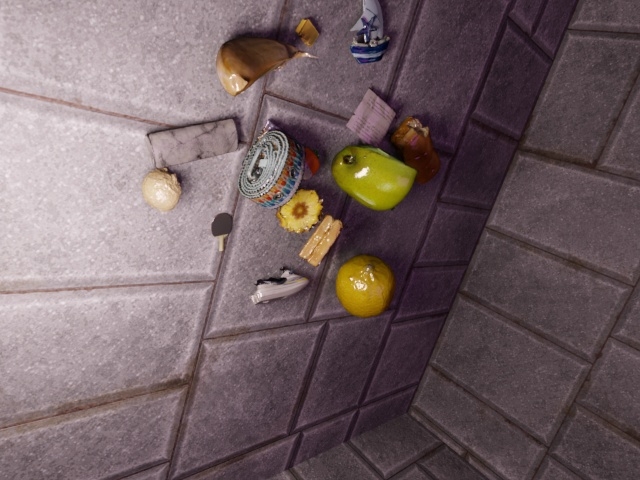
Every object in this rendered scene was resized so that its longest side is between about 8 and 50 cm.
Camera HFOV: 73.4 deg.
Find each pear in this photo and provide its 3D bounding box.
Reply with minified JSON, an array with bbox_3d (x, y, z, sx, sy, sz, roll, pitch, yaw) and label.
[{"bbox_3d":[0.194,-0.280,1.859,0.318,0.342,0.238,22,94,-22],"label":"pear"}]

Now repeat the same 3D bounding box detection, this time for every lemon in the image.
[{"bbox_3d":[0.230,0.231,2.187,0.336,0.336,0.336,-24,128,-34],"label":"lemon"}]

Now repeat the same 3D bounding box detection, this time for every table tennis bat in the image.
[{"bbox_3d":[-0.377,-0.032,1.638,0.087,0.013,0.156,-14,121,-41],"label":"table tennis bat"}]

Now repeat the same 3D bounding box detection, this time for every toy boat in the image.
[{"bbox_3d":[-0.181,0.198,1.892,0.269,0.141,0.140,-26,129,-32],"label":"toy boat"},{"bbox_3d":[0.177,-0.832,1.684,0.210,0.070,0.291,-49,135,-19],"label":"toy boat"}]

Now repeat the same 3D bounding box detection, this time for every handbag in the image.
[{"bbox_3d":[-0.046,-0.742,1.537,0.061,0.027,0.083,-58,141,-3],"label":"handbag"}]

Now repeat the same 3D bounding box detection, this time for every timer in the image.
[{"bbox_3d":[-0.056,-0.321,1.729,0.136,0.099,0.136,-39,142,-40],"label":"timer"}]

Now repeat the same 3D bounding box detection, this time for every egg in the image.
[{"bbox_3d":[-0.502,-0.160,1.356,0.118,0.116,0.140,-23,87,-21],"label":"egg"}]

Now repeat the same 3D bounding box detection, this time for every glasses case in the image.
[{"bbox_3d":[-0.411,-0.319,1.397,0.299,0.060,0.114,-24,126,-34],"label":"glasses case"}]

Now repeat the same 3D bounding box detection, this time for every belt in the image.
[{"bbox_3d":[-0.176,-0.268,1.552,0.160,0.207,0.295,26,92,-51],"label":"belt"}]

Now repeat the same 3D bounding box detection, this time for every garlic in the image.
[{"bbox_3d":[-0.189,-0.562,1.384,0.338,0.196,0.151,-36,148,-36],"label":"garlic"}]

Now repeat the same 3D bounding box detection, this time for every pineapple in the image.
[{"bbox_3d":[-0.078,-0.115,1.752,0.225,0.225,0.076,-53,156,-8],"label":"pineapple"}]

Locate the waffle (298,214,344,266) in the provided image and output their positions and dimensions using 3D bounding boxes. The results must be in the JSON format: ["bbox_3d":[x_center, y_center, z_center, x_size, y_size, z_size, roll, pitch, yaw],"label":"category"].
[{"bbox_3d":[0.000,0.000,1.847,0.224,0.098,0.328,-54,-177,-1],"label":"waffle"}]

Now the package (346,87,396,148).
[{"bbox_3d":[0.246,-0.530,1.932,0.251,0.062,0.203,28,91,-45],"label":"package"}]

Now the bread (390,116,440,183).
[{"bbox_3d":[0.487,-0.441,2.155,0.195,0.149,0.344,-52,138,-10],"label":"bread"}]
